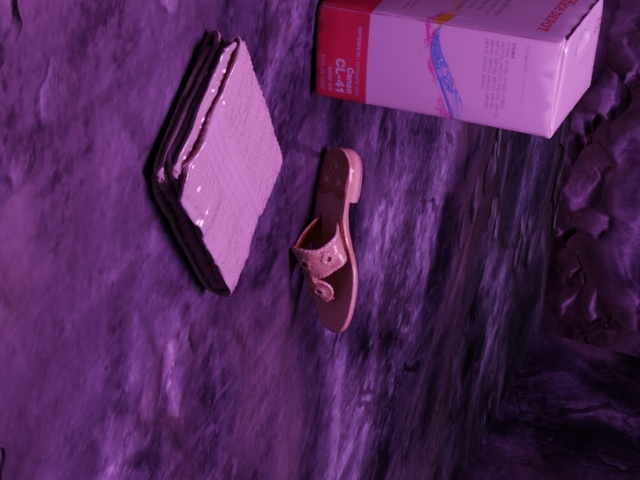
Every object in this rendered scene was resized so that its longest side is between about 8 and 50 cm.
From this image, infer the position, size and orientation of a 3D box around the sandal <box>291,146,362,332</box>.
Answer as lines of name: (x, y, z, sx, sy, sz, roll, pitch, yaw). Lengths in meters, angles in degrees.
sandal: (-0.004, -0.001, 2.155, 0.079, 0.088, 0.240, 0, 98, -41)

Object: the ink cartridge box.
ink cartridge box: (0.172, -0.243, 2.081, 0.226, 0.306, 0.131, -47, 147, -58)

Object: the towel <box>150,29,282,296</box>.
towel: (-0.101, -0.076, 1.777, 0.282, 0.049, 0.187, 69, 39, -63)
